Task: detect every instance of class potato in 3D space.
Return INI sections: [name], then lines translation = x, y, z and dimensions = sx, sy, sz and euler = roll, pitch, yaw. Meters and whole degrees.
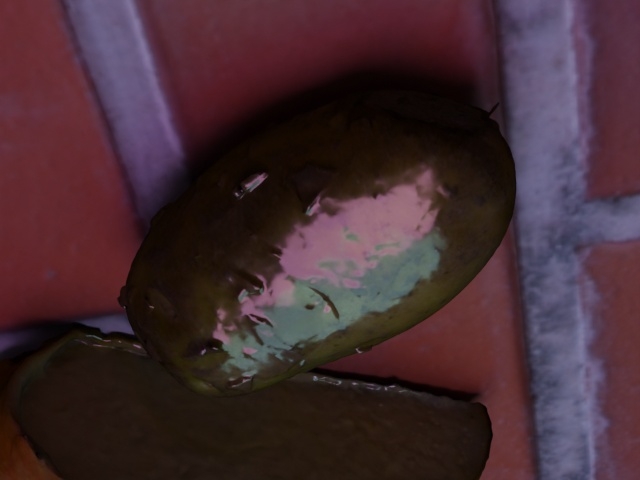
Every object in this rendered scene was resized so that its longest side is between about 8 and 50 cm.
[potato]
translation = 0.000, 0.000, 0.748
dimensions = 0.251, 0.113, 0.149
euler = -36, 120, 16

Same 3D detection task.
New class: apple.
[apple]
translation = -0.063, 0.163, 0.892
dimensions = 0.346, 0.254, 0.179
euler = 11, 90, -17
